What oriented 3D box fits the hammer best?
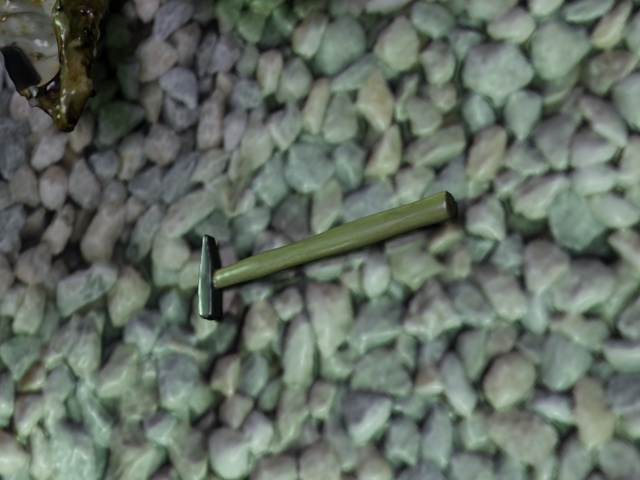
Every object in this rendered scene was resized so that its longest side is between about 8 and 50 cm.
[{"bbox_3d":[0.000,0.000,0.986,0.199,0.013,0.062,-18,62,28],"label":"hammer"}]

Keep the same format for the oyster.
[{"bbox_3d":[-0.226,-0.193,1.190,0.128,0.078,0.345,-42,45,14],"label":"oyster"}]
